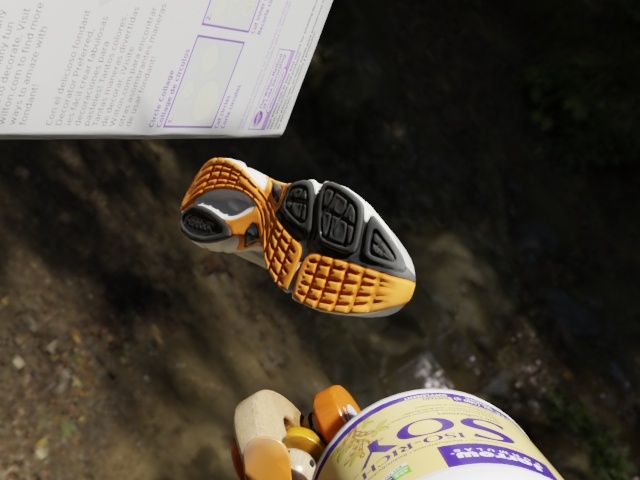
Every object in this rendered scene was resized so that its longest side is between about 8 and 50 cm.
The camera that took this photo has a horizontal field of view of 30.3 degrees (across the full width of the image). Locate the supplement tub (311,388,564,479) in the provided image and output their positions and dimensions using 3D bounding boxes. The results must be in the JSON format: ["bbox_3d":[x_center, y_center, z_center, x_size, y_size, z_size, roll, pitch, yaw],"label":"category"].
[{"bbox_3d":[0.118,0.282,1.018,0.241,0.241,0.331,49,1,-10],"label":"supplement tub"}]

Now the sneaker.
[{"bbox_3d":[0.000,0.000,0.997,0.121,0.099,0.262,21,4,-44],"label":"sneaker"}]

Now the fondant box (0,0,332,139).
[{"bbox_3d":[-0.086,-0.174,0.574,0.096,0.238,0.330,26,15,19],"label":"fondant box"}]

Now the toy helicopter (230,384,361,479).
[{"bbox_3d":[0.002,0.316,1.207,0.355,0.140,0.235,65,13,17],"label":"toy helicopter"}]
